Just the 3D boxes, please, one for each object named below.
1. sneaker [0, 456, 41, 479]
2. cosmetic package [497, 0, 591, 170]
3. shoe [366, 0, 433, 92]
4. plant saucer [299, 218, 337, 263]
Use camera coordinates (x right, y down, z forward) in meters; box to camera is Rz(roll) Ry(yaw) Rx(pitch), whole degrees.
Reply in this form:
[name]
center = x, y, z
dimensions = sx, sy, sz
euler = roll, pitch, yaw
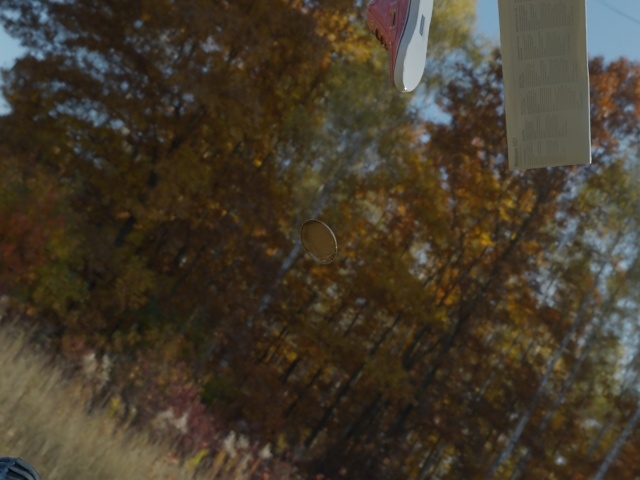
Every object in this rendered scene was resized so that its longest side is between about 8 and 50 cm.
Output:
[sneaker]
center = -0.384, 0.335, 1.078
dimensions = 0.295, 0.147, 0.105
euler = -9, -77, 26
[cosmetic package]
center = 0.262, -0.206, 0.992
dimensions = 0.098, 0.060, 0.239
euler = -5, -65, 10
[shoe]
center = 0.107, -0.292, 1.216
dimensions = 0.081, 0.178, 0.063
euler = 2, -20, 29
[plant saucer]
center = 0.000, 0.000, 1.454
dimensions = 0.083, 0.015, 0.084
euler = 22, -54, 34
